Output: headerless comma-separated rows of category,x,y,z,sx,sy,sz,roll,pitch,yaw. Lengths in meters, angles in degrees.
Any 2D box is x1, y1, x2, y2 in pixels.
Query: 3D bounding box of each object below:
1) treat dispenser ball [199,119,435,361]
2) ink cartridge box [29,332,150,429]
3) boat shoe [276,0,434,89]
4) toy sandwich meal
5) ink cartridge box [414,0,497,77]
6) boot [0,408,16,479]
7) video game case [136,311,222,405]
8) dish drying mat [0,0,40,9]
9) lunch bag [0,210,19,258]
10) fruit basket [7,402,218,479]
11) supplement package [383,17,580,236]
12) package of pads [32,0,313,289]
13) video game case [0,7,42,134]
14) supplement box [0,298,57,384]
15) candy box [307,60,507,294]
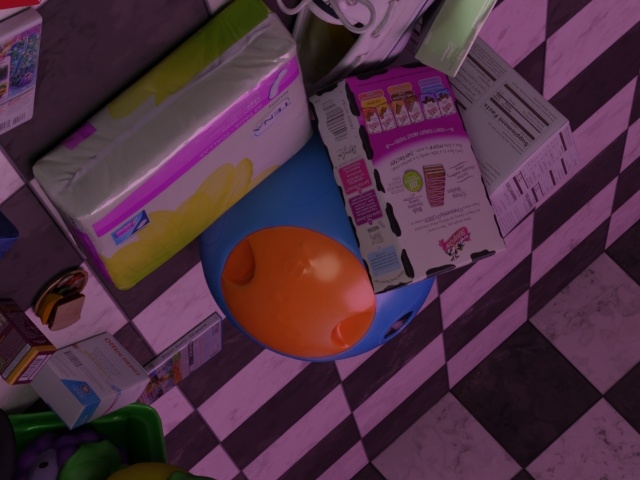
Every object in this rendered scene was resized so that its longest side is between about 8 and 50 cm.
treat dispenser ball,0.000,0.000,1.974,0.288,0.288,0.288,-39,161,-16
ink cartridge box,-0.287,0.174,2.065,0.122,0.088,0.052,-20,150,-51
boat shoe,0.030,-0.269,1.720,0.156,0.136,0.367,-31,168,-27
toy sandwich meal,-0.295,0.069,1.911,0.085,0.029,0.085,-39,161,-15
ink cartridge box,0.166,-0.299,1.818,0.235,0.056,0.171,-75,-168,-63
boot,-0.418,0.214,1.775,0.367,0.146,0.445,-57,165,1
video game case,-0.208,0.178,2.367,0.166,0.015,0.119,-37,162,-19
dish drying mat,-0.263,-0.207,1.396,0.083,0.008,0.032,-21,152,-51
lunch bag,-0.343,-0.001,1.592,0.065,0.067,0.098,-49,162,19
fruit basket,-0.265,0.377,2.020,0.283,0.392,0.392,-4,145,-22
supplement package,0.169,-0.156,2.021,0.145,0.262,0.204,-44,162,1
package of pads,-0.144,-0.096,1.750,0.296,0.101,0.229,-40,161,-10
video game case,-0.316,-0.123,1.456,0.157,0.019,0.143,-32,158,-30
supplement box,-0.340,0.111,1.820,0.055,0.083,0.043,-49,162,15
candy box,0.097,-0.073,1.836,0.159,0.233,0.071,-16,176,-40
